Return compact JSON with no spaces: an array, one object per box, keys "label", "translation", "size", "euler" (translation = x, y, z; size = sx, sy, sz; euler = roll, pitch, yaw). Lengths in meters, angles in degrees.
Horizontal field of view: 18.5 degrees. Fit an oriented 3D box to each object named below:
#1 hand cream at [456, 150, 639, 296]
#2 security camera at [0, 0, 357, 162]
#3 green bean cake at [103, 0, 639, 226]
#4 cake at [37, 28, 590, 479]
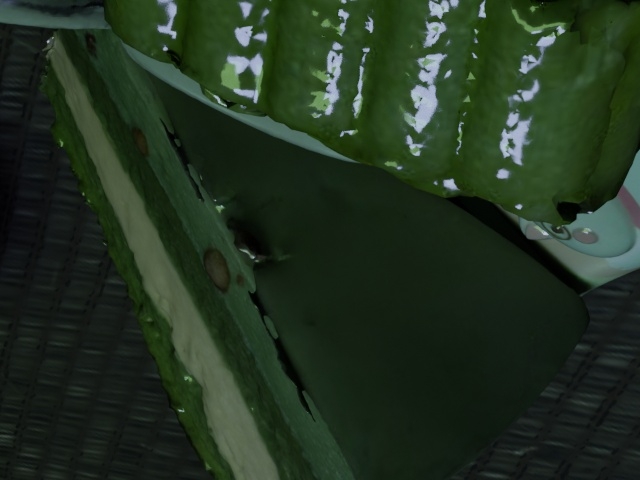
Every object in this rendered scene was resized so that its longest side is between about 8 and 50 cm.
[{"label":"hand cream","translation":[0.155,-0.055,0.827],"size":[0.147,0.093,0.306],"euler":[44,147,-18]},{"label":"security camera","translation":[-0.075,-0.121,0.822],"size":[0.301,0.157,0.080],"euler":[21,113,11]},{"label":"green bean cake","translation":[0.045,-0.124,0.696],"size":[0.200,0.214,0.113],"euler":[23,137,10]},{"label":"cake","translation":[-0.004,-0.004,0.955],"size":[0.283,0.172,0.158],"euler":[62,151,8]}]
